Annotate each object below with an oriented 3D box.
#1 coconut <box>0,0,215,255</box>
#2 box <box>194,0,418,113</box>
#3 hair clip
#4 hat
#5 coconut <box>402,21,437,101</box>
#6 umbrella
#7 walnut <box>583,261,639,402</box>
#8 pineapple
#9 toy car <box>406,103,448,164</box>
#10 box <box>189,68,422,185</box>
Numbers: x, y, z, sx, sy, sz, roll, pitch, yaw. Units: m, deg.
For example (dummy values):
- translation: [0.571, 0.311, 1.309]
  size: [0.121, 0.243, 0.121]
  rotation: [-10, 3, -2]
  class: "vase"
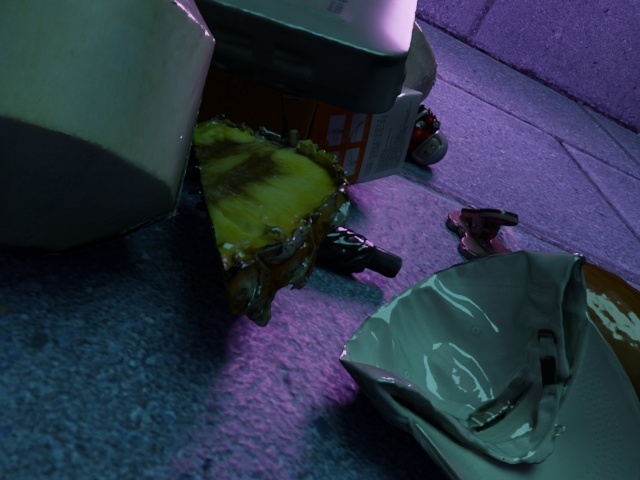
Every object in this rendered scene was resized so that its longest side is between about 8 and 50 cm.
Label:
- translation: [-0.249, -0.136, 0.632]
  size: [0.323, 0.323, 0.323]
  rotation: [23, 28, -13]
  class: "coconut"
- translation: [-0.065, -0.329, 0.922]
  size: [0.397, 0.111, 0.395]
  rotation: [18, 38, -1]
  class: "box"
- translation: [0.280, -0.004, 1.209]
  size: [0.123, 0.102, 0.138]
  rotation: [17, -3, -28]
  class: "hair clip"
- translation: [0.182, 0.169, 0.705]
  size: [0.258, 0.168, 0.301]
  rotation: [-27, 82, -19]
  class: "hat"
- translation: [0.095, -0.341, 1.392]
  size: [0.245, 0.247, 0.245]
  rotation: [53, 6, -8]
  class: "coconut"
- translation: [0.000, 0.000, 0.896]
  size: [0.236, 0.059, 0.066]
  rotation: [24, 51, -16]
  class: "umbrella"
- translation: [0.321, 0.143, 0.816]
  size: [0.203, 0.203, 0.297]
  rotation: [6, 38, -39]
  class: "walnut"
- translation: [-0.050, -0.023, 0.737]
  size: [0.158, 0.161, 0.334]
  rotation: [-20, 34, -12]
  class: "pineapple"
- translation: [0.213, -0.209, 1.426]
  size: [0.112, 0.112, 0.139]
  rotation: [47, 18, 0]
  class: "toy car"
- translation: [-0.024, -0.180, 1.030]
  size: [0.225, 0.143, 0.341]
  rotation: [24, 24, 25]
  class: "box"
